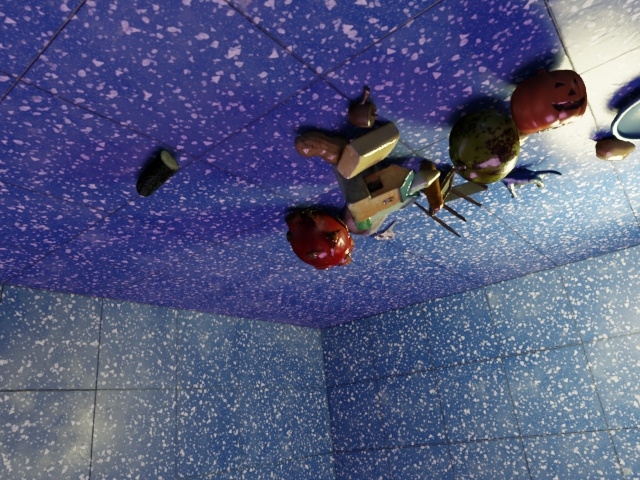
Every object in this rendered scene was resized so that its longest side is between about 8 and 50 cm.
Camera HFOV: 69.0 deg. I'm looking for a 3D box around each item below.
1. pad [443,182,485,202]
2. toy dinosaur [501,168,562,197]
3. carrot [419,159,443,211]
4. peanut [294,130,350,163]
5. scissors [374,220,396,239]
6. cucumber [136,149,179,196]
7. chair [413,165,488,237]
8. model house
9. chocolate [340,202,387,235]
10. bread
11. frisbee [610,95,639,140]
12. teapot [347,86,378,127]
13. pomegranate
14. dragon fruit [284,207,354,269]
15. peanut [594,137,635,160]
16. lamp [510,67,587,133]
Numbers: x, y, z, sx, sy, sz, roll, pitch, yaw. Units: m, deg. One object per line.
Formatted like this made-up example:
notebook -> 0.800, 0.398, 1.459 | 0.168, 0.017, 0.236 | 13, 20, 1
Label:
pad -> 0.560, -0.195, 1.858 | 0.193, 0.004, 0.116 | -17, 156, 24
toy dinosaur -> 0.739, -0.241, 1.720 | 0.247, 0.075, 0.188 | -17, 149, 39
carrot -> 0.379, -0.184, 1.593 | 0.060, 0.186, 0.060 | -7, 165, -2
peanut -> 0.009, -0.277, 1.387 | 0.192, 0.089, 0.089 | 4, 156, -26
scissors -> 0.316, -0.046, 2.144 | 0.100, 0.015, 0.189 | 1, 156, -13
cucumber -> -0.516, -0.201, 1.449 | 0.074, 0.075, 0.241 | 13, 152, -40
chair -> 0.446, -0.170, 1.703 | 0.272, 0.166, 0.188 | 33, 169, 19
model house -> 0.229, -0.201, 1.552 | 0.324, 0.194, 0.267 | -20, 159, 6
chocolate -> 0.187, -0.102, 1.871 | 0.184, 0.101, 0.303 | 1, 154, -9
bread -> 0.140, -0.266, 1.378 | 0.188, 0.068, 0.125 | -33, 169, -30
frisbee -> 1.037, -0.405, 1.412 | 0.289, 0.049, 0.290 | -4, 155, -2
teapot -> 0.119, -0.365, 1.263 | 0.080, 0.085, 0.111 | 10, 134, 20
pomegranate -> 0.517, -0.276, 1.372 | 0.276, 0.204, 0.222 | -2, 165, -8
dragon fruit -> -0.002, -0.002, 1.882 | 0.250, 0.251, 0.315 | -13, 134, 17
peanut -> 1.017, -0.314, 1.608 | 0.151, 0.076, 0.076 | 0, 157, -12
lamp -> 0.597, -0.372, 1.228 | 0.187, 0.164, 0.187 | -11, -177, 1
